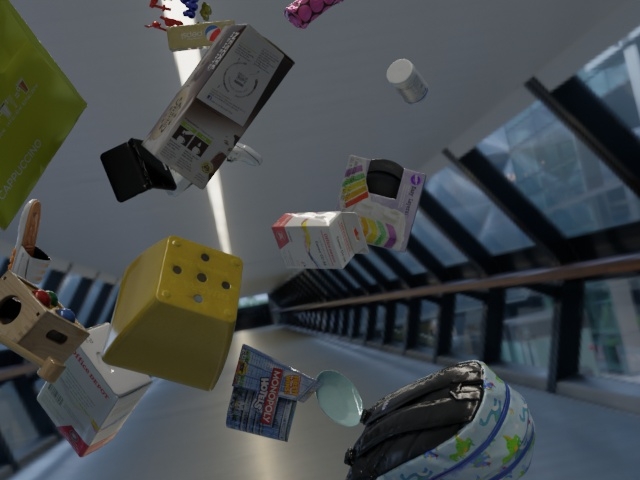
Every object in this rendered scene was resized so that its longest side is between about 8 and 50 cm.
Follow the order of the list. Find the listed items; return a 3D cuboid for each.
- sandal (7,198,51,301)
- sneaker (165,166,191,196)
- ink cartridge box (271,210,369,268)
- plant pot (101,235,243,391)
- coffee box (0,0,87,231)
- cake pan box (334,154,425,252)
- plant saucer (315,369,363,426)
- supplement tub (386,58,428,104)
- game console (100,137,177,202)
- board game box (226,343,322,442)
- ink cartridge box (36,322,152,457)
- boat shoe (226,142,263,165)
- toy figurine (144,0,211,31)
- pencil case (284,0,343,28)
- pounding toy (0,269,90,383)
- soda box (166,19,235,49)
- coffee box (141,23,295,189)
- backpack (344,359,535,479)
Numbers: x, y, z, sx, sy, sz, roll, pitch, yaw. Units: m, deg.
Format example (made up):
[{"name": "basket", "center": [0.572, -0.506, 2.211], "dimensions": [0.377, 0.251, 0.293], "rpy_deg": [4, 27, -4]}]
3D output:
[{"name": "sandal", "center": [-0.720, 0.031, 1.850], "dimensions": [0.076, 0.265, 0.102], "rpy_deg": [13, 7, 4]}, {"name": "sneaker", "center": [-0.365, -0.182, 1.835], "dimensions": [0.106, 0.123, 0.290], "rpy_deg": [-40, 15, -22]}, {"name": "ink cartridge box", "center": [0.000, 0.000, 1.658], "dimensions": [0.198, 0.115, 0.067], "rpy_deg": [-2, 31, 34]}, {"name": "plant pot", "center": [-0.245, 0.114, 1.327], "dimensions": [0.212, 0.212, 0.187], "rpy_deg": [20, -44, -20]}, {"name": "coffee box", "center": [-0.712, -0.248, 1.354], "dimensions": [0.335, 0.337, 0.338], "rpy_deg": [2, -36, 25]}, {"name": "cake pan box", "center": [0.178, -0.117, 2.273], "dimensions": [0.246, 0.266, 0.070], "rpy_deg": [16, 2, 6]}, {"name": "plant saucer", "center": [0.048, 0.496, 2.288], "dimensions": [0.195, 0.194, 0.037], "rpy_deg": [-4, -32, -51]}, {"name": "supplement tub", "center": [0.212, -0.383, 1.785], "dimensions": [0.071, 0.070, 0.107], "rpy_deg": [-14, -27, 27]}, {"name": "game console", "center": [-0.367, -0.139, 1.490], "dimensions": [0.071, 0.122, 0.107], "rpy_deg": [-38, -23, 28]}, {"name": "board game box", "center": [-0.104, 0.350, 1.675], "dimensions": [0.194, 0.194, 0.060], "rpy_deg": [9, -15, 15]}, {"name": "ink cartridge box", "center": [-0.623, 0.411, 2.021], "dimensions": [0.131, 0.226, 0.306], "rpy_deg": [-20, -26, -54]}, {"name": "boat shoe", "center": [-0.320, -0.313, 2.634], "dimensions": [0.226, 0.075, 0.083], "rpy_deg": [29, -22, -1]}, {"name": "toy figurine", "center": [-0.421, -0.822, 2.295], "dimensions": [0.191, 0.217, 0.362], "rpy_deg": [9, -24, -17]}, {"name": "pencil case", "center": [-0.020, -0.796, 2.488], "dimensions": [0.209, 0.098, 0.095], "rpy_deg": [-41, 22, -14]}, {"name": "pounding toy", "center": [-0.467, 0.141, 1.219], "dimensions": [0.094, 0.206, 0.181], "rpy_deg": [-50, -30, -8]}, {"name": "soda box", "center": [-0.316, -0.546, 1.971], "dimensions": [0.182, 0.061, 0.058], "rpy_deg": [-7, 8, -4]}, {"name": "coffee box", "center": [-0.202, -0.261, 1.417], "dimensions": [0.119, 0.297, 0.168], "rpy_deg": [36, 0, -26]}, {"name": "backpack", "center": [0.248, 0.387, 1.472], "dimensions": [0.355, 0.273, 0.290], "rpy_deg": [-55, 1, 38]}]
